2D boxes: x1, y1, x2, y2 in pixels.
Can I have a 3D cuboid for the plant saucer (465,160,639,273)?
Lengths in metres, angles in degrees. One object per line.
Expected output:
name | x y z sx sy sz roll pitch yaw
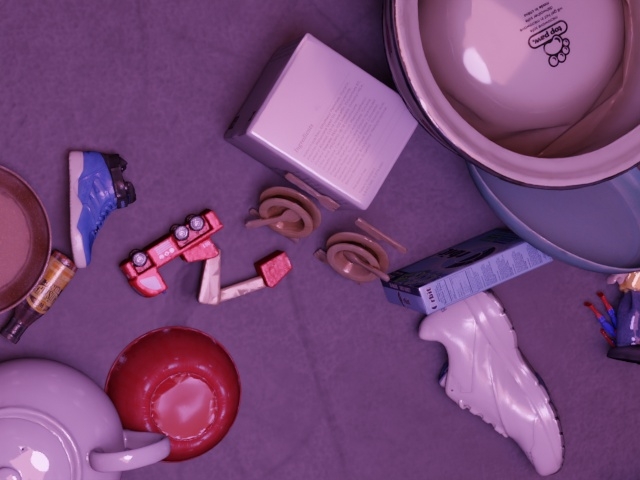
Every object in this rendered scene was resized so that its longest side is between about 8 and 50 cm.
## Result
plant saucer | 0.319 -0.067 1.614 0.318 0.317 0.043 21 128 -14

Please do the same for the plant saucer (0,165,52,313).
plant saucer | -0.434 -0.001 1.511 0.199 0.036 0.198 0 91 -11

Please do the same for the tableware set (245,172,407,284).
tableware set | 0.000 0.000 1.581 0.194 0.128 0.039 33 56 -11

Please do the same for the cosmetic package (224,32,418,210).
cosmetic package | 0.000 -0.147 1.565 0.184 0.151 0.151 33 83 -15

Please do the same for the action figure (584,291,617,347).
action figure | 0.422 0.126 1.749 0.038 0.030 0.115 -39 106 -5

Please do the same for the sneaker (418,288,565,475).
sneaker | 0.239 0.200 1.680 0.129 0.111 0.297 -29 96 4

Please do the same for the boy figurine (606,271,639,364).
boy figurine | 0.481 0.037 1.721 0.177 0.092 0.285 15 82 -27

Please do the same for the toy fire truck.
toy fire truck | -0.148 0.034 1.587 0.192 0.047 0.135 -33 101 -10

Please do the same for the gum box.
gum box | 0.190 0.039 1.618 0.184 0.157 0.041 -22 99 -13

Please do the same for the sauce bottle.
sauce bottle | -0.356 0.072 1.537 0.042 0.042 0.128 35 84 -13

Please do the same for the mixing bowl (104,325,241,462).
mixing bowl | -0.180 0.205 1.559 0.181 0.098 0.181 -1 93 -15

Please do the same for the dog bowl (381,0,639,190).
dog bowl | 0.257 -0.264 1.476 0.408 0.150 0.407 0 91 -15

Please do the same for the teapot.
teapot | -0.350 0.264 1.453 0.252 0.187 0.256 38 89 -6

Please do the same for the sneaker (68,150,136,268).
sneaker | -0.273 -0.040 1.535 0.085 0.058 0.152 0 72 -12
